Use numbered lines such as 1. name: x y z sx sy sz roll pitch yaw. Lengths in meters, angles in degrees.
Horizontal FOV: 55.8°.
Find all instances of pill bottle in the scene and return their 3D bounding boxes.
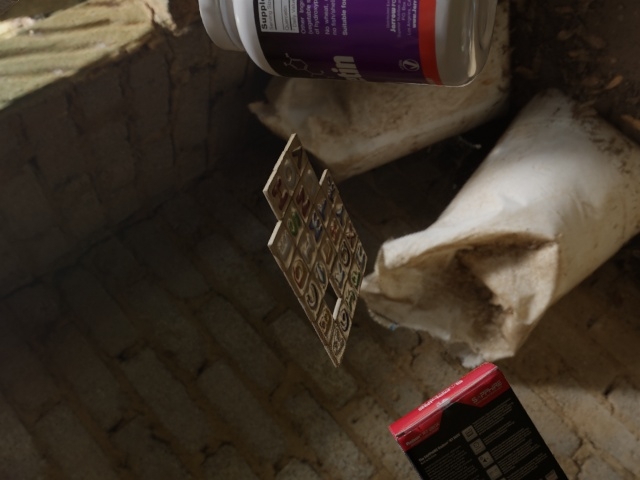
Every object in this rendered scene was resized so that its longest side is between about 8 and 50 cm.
1. pill bottle: 0.030 -0.276 0.696 0.323 0.181 0.181 10 137 23

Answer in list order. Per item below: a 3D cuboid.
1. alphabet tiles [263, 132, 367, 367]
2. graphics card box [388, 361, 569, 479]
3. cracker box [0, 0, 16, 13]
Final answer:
1. alphabet tiles: 0.000 0.000 0.729 0.009 0.198 0.237 -9 126 24
2. graphics card box: 0.321 0.443 1.120 0.370 0.233 0.094 57 175 0
3. cracker box: -0.454 -0.346 0.820 0.067 0.232 0.156 51 177 -26
